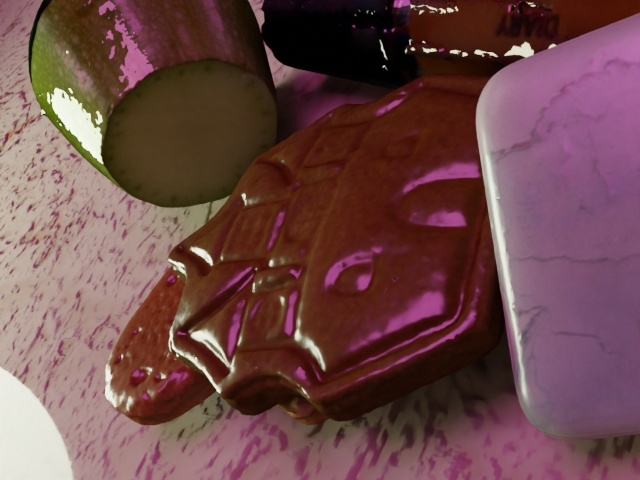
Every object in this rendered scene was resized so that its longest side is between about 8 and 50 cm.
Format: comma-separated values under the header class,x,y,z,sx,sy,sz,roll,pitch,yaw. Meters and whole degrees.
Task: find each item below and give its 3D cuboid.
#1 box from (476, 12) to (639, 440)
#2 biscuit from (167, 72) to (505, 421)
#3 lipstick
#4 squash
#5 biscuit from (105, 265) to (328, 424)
class,x,y,z,sx,sy,sz,roll,pitch,yaw
box,0.178,-0.027,0.272,0.285,0.044,0.142,-17,71,37
biscuit,-0.002,-0.002,0.446,0.215,0.034,0.182,-9,47,40
lipstick,0.094,-0.107,0.480,0.077,0.077,0.418,-52,33,-10
squash,-0.105,-0.101,0.643,0.170,0.170,0.123,-40,47,10
biscuit,-0.021,0.036,0.488,0.186,0.036,0.192,-50,34,-12
